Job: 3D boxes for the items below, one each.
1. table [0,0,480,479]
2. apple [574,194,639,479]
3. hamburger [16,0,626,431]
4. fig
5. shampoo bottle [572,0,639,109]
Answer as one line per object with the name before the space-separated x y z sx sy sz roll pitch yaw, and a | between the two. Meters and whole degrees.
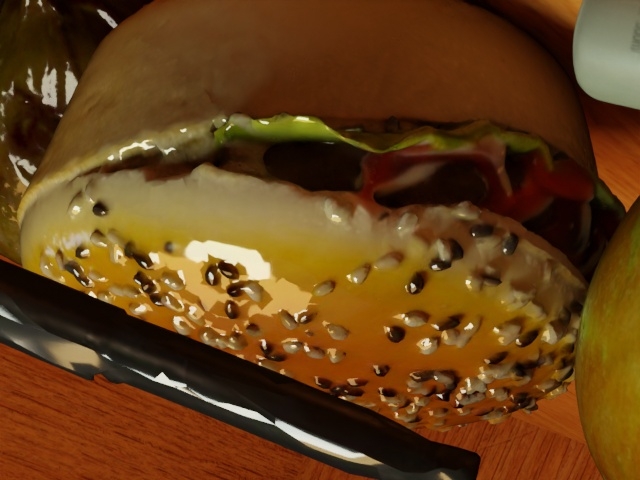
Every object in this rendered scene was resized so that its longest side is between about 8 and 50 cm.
table | -0.060 -0.067 0.414 0.249 0.317 0.317 8 169 12
apple | 0.223 0.044 0.571 0.237 0.207 0.237 22 -167 -6
hamburger | 0.000 0.000 0.695 0.300 0.176 0.300 5 159 2
fig | -0.134 -0.095 0.809 0.191 0.190 0.290 25 156 -4
shampoo bottle | 0.181 -0.054 0.472 0.195 0.056 0.056 20 171 36
